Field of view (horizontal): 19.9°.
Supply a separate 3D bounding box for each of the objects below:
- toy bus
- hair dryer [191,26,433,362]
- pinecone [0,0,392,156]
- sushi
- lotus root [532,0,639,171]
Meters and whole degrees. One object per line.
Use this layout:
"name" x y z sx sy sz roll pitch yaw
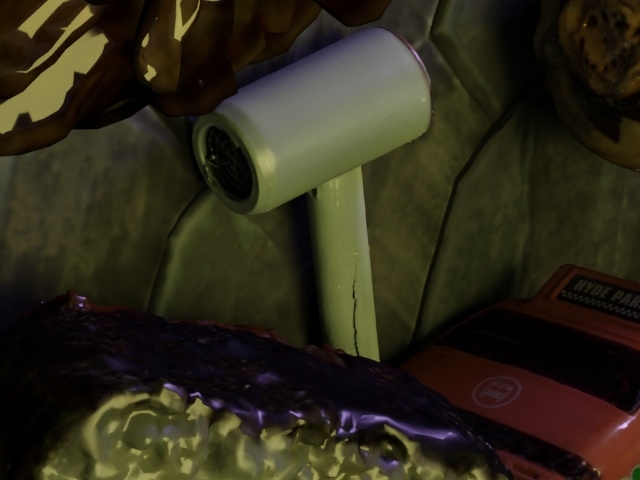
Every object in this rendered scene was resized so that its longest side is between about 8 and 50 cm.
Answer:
"toy bus" 0.193 0.233 1.249 0.233 0.203 0.427 -47 132 -26
"hair dryer" 0.000 0.000 1.093 0.131 0.073 0.236 -29 132 -30
"pinecone" -0.077 -0.221 0.703 0.398 0.398 0.397 -16 115 -38
"sushi" -0.071 0.141 0.975 0.343 0.182 0.196 13 98 -32
"lotus root" 0.269 -0.131 1.208 0.310 0.183 0.182 -2 106 -45
